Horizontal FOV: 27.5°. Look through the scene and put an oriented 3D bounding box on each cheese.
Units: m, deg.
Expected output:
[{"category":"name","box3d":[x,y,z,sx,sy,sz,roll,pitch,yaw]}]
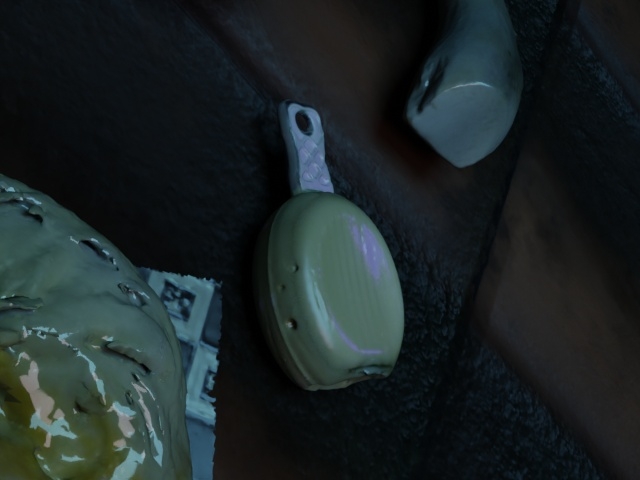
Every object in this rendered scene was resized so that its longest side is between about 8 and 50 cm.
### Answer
[{"category":"cheese","box3d":[0.000,0.000,0.991,0.137,0.064,0.227,9,67,-51]}]

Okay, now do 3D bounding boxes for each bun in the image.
[{"category":"bun","box3d":[-0.180,0.095,0.627,0.287,0.146,0.287,11,66,-26]}]

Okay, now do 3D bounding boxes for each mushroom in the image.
[{"category":"mushroom","box3d":[0.134,-0.175,1.218,0.118,0.103,0.270,48,32,-32]}]

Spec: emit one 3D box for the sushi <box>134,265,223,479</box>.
[{"category":"sushi","box3d":[-0.151,0.144,0.742,0.193,0.043,0.279,11,63,-27]}]
